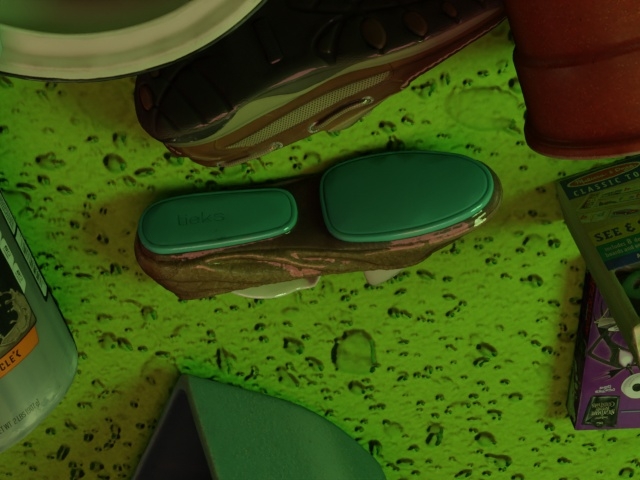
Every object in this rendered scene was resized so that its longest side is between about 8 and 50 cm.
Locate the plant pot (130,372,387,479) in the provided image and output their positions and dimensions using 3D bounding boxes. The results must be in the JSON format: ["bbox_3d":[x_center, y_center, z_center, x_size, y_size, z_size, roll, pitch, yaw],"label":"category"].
[{"bbox_3d":[-0.048,0.321,1.138,0.252,0.248,0.247,12,121,-29],"label":"plant pot"}]

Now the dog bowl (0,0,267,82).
[{"bbox_3d":[-0.188,-0.328,0.778,0.407,0.150,0.408,-1,122,-2],"label":"dog bowl"}]

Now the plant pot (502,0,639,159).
[{"bbox_3d":[0.226,-0.237,0.766,0.272,0.272,0.265,-22,108,10],"label":"plant pot"}]

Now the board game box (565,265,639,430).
[{"bbox_3d":[0.442,0.102,1.139,0.346,0.056,0.208,-3,126,-2],"label":"board game box"}]

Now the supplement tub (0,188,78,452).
[{"bbox_3d":[-0.363,0.018,0.945,0.207,0.207,0.338,-15,121,6],"label":"supplement tub"}]

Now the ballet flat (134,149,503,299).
[{"bbox_3d":[0.000,0.000,1.023,0.342,0.116,0.124,-11,142,4],"label":"ballet flat"}]

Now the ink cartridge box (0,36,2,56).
[{"bbox_3d":[-0.377,-0.189,0.731,0.303,0.072,0.307,2,124,-1],"label":"ink cartridge box"}]

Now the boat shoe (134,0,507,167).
[{"bbox_3d":[0.005,-0.156,0.927,0.324,0.123,0.120,-20,153,7],"label":"boat shoe"}]

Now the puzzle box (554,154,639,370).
[{"bbox_3d":[0.428,-0.037,0.922,0.408,0.272,0.052,-18,116,7],"label":"puzzle box"}]
